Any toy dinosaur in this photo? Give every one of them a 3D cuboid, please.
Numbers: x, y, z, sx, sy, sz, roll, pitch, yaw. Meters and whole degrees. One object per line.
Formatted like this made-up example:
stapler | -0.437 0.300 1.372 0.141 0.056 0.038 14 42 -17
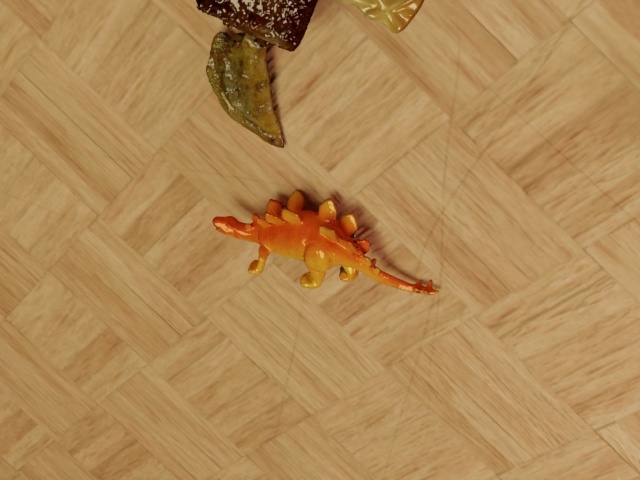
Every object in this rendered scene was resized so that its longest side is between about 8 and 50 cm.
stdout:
toy dinosaur | 0.000 0.000 1.694 0.288 0.070 0.117 15 136 21

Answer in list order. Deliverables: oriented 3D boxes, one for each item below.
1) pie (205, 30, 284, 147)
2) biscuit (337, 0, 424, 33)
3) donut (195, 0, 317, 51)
pie | -0.086 -0.176 1.614 0.092 0.034 0.170 21 144 19
biscuit | -0.015 -0.337 1.306 0.309 0.040 0.204 29 109 -2
donut | -0.048 -0.284 1.420 0.126 0.144 0.186 28 105 5
